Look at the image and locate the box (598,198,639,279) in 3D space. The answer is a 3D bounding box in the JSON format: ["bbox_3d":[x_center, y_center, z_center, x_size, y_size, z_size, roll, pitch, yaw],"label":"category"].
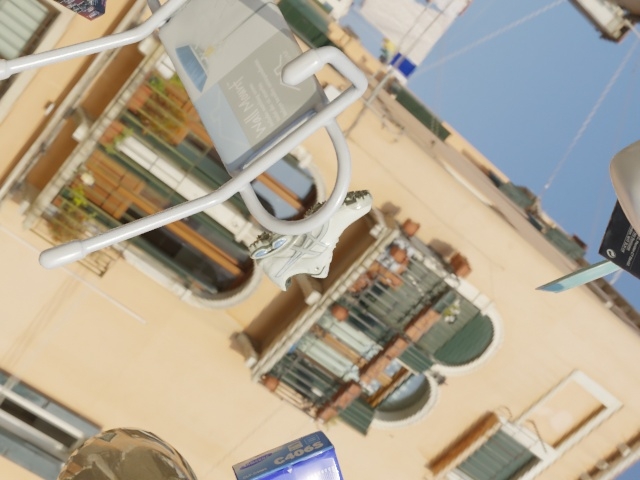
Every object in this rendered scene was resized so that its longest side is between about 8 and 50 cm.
[{"bbox_3d":[0.597,-0.026,0.969,0.296,0.183,0.294,-30,-129,-26],"label":"box"}]

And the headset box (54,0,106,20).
[{"bbox_3d":[-0.301,-0.319,0.900,0.032,0.083,0.062,-10,-109,35],"label":"headset box"}]

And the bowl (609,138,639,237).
[{"bbox_3d":[0.322,-0.037,0.585,0.142,0.142,0.053,-26,-140,25],"label":"bowl"}]

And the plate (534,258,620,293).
[{"bbox_3d":[0.485,0.063,1.321,0.188,0.024,0.188,-22,172,-3],"label":"plate"}]

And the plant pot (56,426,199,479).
[{"bbox_3d":[-0.304,0.459,1.242,0.274,0.256,0.257,-19,-142,58],"label":"plant pot"}]

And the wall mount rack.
[{"bbox_3d":[-0.137,-0.140,0.640,0.304,0.350,0.130,-35,160,19],"label":"wall mount rack"}]

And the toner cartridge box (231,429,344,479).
[{"bbox_3d":[-0.016,0.510,1.206,0.165,0.348,0.075,-19,-168,-15],"label":"toner cartridge box"}]

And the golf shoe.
[{"bbox_3d":[0.000,0.000,0.902,0.176,0.086,0.069,-28,-170,23],"label":"golf shoe"}]
